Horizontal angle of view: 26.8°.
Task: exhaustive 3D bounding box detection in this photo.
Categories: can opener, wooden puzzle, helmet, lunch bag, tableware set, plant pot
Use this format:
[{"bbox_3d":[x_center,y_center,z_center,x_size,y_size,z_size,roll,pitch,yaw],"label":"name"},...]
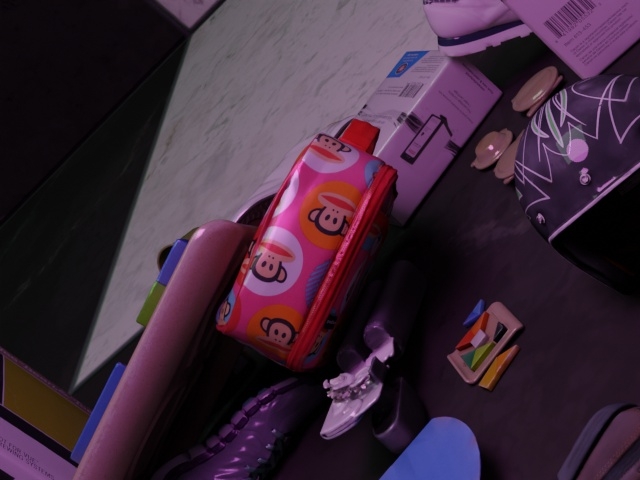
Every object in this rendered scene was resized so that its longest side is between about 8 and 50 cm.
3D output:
[{"bbox_3d":[0.060,0.114,1.295,0.074,0.093,0.280,-39,15,25],"label":"can opener"},{"bbox_3d":[0.149,0.092,1.227,0.078,0.014,0.116,-51,20,-1],"label":"wooden puzzle"},{"bbox_3d":[0.235,-0.055,1.080,0.169,0.161,0.169,-43,22,21],"label":"helmet"},{"bbox_3d":[-0.158,0.121,1.434,0.322,0.080,0.348,-64,-9,1],"label":"wooden puzzle"},{"bbox_3d":[0.000,0.000,1.374,0.293,0.120,0.258,48,-114,-85],"label":"lunch bag"},{"bbox_3d":[0.223,-0.124,1.435,0.141,0.020,0.169,-48,19,3],"label":"tableware set"},{"bbox_3d":[-0.189,0.020,1.990,0.083,0.083,0.079,-36,13,35],"label":"plant pot"}]

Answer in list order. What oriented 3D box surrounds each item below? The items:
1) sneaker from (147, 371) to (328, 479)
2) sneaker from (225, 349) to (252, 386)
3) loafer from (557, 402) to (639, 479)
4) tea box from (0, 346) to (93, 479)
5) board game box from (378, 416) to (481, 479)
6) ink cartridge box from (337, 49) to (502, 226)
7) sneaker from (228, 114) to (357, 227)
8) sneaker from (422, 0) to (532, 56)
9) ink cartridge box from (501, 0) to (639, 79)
[{"bbox_3d":[-0.070,0.234,1.399,0.223,0.083,0.098,-37,59,5],"label":"sneaker"},{"bbox_3d":[-0.198,0.159,1.724,0.153,0.099,0.282,-52,23,-7],"label":"sneaker"},{"bbox_3d":[0.177,0.213,0.850,0.084,0.096,0.267,-12,40,51],"label":"loafer"},{"bbox_3d":[-0.389,0.290,1.570,0.220,0.329,0.323,-49,19,5],"label":"tea box"},{"bbox_3d":[0.085,0.229,1.103,0.169,0.033,0.133,-52,24,14],"label":"board game box"},{"bbox_3d":[0.100,-0.125,1.600,0.203,0.086,0.148,-53,21,-7],"label":"ink cartridge box"},{"bbox_3d":[-0.035,-0.046,1.748,0.290,0.106,0.123,-43,15,-11],"label":"sneaker"},{"bbox_3d":[0.231,-0.286,1.501,0.235,0.095,0.090,-20,21,0],"label":"sneaker"},{"bbox_3d":[0.253,-0.308,1.372,0.172,0.237,0.100,-42,22,22],"label":"ink cartridge box"}]
